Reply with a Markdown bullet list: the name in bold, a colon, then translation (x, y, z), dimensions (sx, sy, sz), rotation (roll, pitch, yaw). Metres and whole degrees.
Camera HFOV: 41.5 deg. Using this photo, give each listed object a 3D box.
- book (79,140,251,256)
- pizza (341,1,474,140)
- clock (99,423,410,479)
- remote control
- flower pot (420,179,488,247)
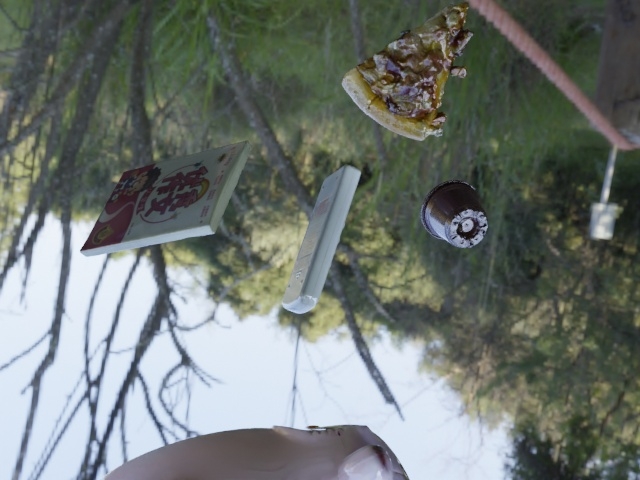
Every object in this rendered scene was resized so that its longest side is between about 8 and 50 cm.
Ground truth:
- **book**: translation (-0.212, -0.056, 1.154), dimensions (0.232, 0.162, 0.022), rotation (-10, 135, 31)
- **pizza**: translation (0.132, -0.235, 1.115), dimensions (0.154, 0.194, 0.069), rotation (39, -165, 12)
- **clock**: translation (-0.065, 0.357, 0.934), dimensions (0.377, 0.250, 0.368), rotation (-24, 149, 6)
- **remote control**: translation (0.000, 0.000, 1.059), dimensions (0.029, 0.190, 0.087), rotation (23, 163, -14)
- **flower pot**: translation (0.235, -0.038, 1.425), dimensions (0.111, 0.111, 0.089), rotation (7, -160, -15)
